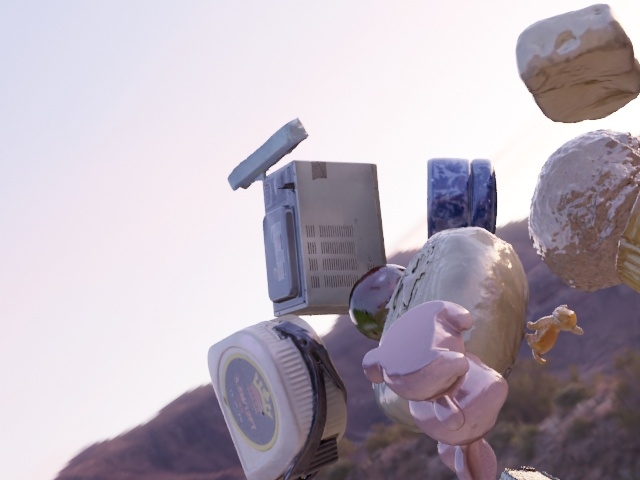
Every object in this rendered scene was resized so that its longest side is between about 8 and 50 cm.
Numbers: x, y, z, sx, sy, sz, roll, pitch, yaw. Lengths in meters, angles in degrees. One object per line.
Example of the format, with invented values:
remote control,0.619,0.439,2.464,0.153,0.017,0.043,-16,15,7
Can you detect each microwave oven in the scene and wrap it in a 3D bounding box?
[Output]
microwave oven,0.000,0.000,1.751,0.193,0.241,0.145,-1,-11,-25

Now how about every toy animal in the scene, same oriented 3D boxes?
toy animal,0.349,0.137,1.557,0.083,0.060,0.081,-24,43,43
toy animal,0.142,0.162,1.082,0.124,0.212,0.124,-24,34,18

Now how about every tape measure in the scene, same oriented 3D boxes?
tape measure,-0.043,0.250,1.562,0.133,0.271,0.231,-13,-9,-35

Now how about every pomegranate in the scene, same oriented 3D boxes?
pomegranate,0.106,0.095,1.559,0.130,0.130,0.130,-35,-9,-7

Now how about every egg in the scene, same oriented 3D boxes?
egg,0.524,-0.056,1.992,0.279,0.310,0.279,2,8,0

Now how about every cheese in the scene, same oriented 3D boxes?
cheese,0.372,-0.246,1.496,0.159,0.093,0.263,-16,-19,19

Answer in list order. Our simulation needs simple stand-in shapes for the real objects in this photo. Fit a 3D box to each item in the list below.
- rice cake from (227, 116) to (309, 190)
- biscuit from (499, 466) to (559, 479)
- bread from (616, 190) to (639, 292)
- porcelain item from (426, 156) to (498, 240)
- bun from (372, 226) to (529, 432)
rice cake,-0.071,-0.110,1.423,0.030,0.042,0.180,-30,-3,-40
biscuit,0.321,0.362,1.429,0.046,0.147,0.250,-63,-27,0
bread,0.502,-0.038,1.311,0.204,0.156,0.288,3,-68,-51
porcelain item,0.226,-0.060,1.680,0.114,0.147,0.147,0,-6,7
bun,0.166,0.110,1.279,0.273,0.168,0.273,-159,90,-86
